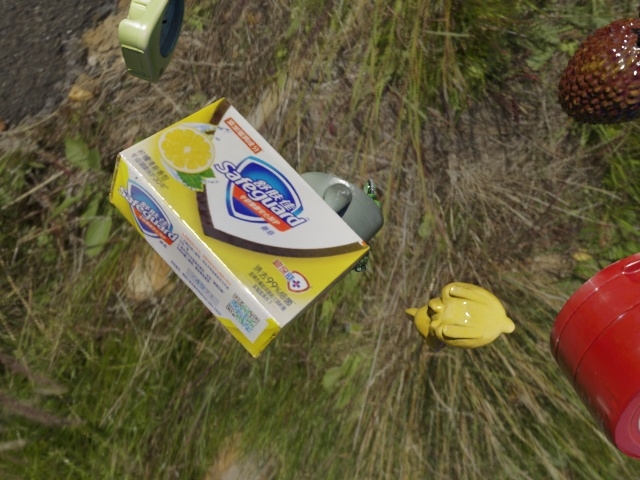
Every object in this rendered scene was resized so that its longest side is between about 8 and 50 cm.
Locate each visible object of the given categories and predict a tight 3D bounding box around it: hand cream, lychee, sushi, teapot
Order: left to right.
[{"bbox_3d":[0.000,0.000,1.017,0.162,0.149,0.239,26,156,3],"label":"teapot"},{"bbox_3d":[0.076,0.025,1.363,0.056,0.083,0.085,-1,95,16],"label":"sushi"},{"bbox_3d":[0.682,-0.375,1.430,0.236,0.236,0.271,34,135,-23],"label":"lychee"},{"bbox_3d":[0.400,0.134,0.722,0.230,0.149,0.230,-7,131,-8],"label":"hand cream"}]

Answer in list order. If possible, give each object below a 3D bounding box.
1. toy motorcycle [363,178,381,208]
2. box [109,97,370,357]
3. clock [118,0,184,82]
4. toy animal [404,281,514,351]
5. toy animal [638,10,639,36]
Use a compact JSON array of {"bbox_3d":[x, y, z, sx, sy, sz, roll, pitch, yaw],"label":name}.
[{"bbox_3d":[0.129,-0.084,1.760,0.074,0.106,0.190,0,144,-12],"label":"toy motorcycle"},{"bbox_3d":[-0.097,-0.020,0.734,0.265,0.168,0.097,48,145,7],"label":"box"},{"bbox_3d":[-0.322,-0.445,1.235,0.069,0.232,0.170,17,160,-1],"label":"clock"},{"bbox_3d":[0.147,0.095,0.727,0.083,0.159,0.070,17,74,-14],"label":"toy animal"},{"bbox_3d":[0.733,-0.447,1.202,0.121,0.210,0.117,-13,113,-10],"label":"toy animal"}]
